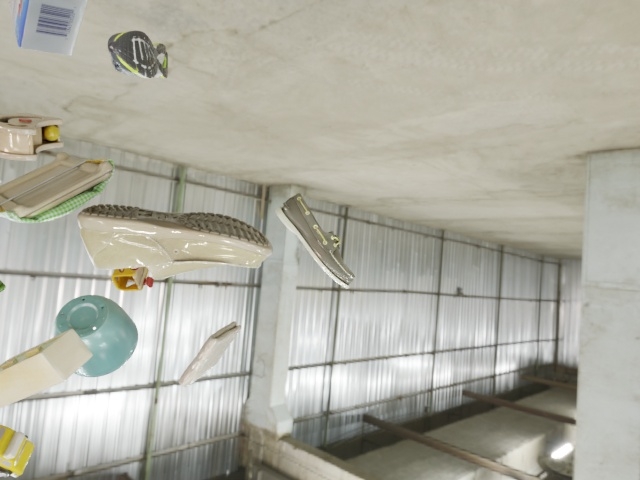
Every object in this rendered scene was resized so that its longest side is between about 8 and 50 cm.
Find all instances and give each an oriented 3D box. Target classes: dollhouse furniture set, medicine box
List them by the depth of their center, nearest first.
[{"bbox_3d":[-0.453,0.000,0.702,0.198,0.151,0.301,16,-136,40],"label":"dollhouse furniture set"},{"bbox_3d":[-0.796,-0.742,1.320,0.149,0.289,0.263,-10,162,-42],"label":"medicine box"}]

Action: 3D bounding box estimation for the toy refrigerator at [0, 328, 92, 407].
[{"bbox_3d":[-0.696,0.309,1.111,0.270,0.094,0.102,-24,-165,23],"label":"toy refrigerator"}]

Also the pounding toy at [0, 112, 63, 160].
[{"bbox_3d":[-0.746,-0.290,1.133,0.154,0.154,0.269,14,-159,7],"label":"pounding toy"}]

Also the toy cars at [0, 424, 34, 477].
[{"bbox_3d":[-0.774,0.625,1.167,0.087,0.393,0.176,-16,179,16],"label":"toy cars"}]

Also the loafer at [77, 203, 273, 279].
[{"bbox_3d":[-0.206,0.009,0.669,0.269,0.092,0.102,9,-162,-12],"label":"loafer"}]

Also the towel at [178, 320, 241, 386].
[{"bbox_3d":[-0.366,0.372,1.550,0.049,0.187,0.282,35,-177,5],"label":"towel"}]

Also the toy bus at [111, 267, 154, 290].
[{"bbox_3d":[-0.664,0.080,1.621,0.105,0.190,0.202,-2,180,0],"label":"toy bus"}]

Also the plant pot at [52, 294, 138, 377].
[{"bbox_3d":[-0.886,0.346,1.784,0.293,0.293,0.235,4,142,-2],"label":"plant pot"}]

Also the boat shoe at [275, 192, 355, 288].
[{"bbox_3d":[-0.001,0.000,1.292,0.091,0.305,0.109,-41,172,4],"label":"boat shoe"}]

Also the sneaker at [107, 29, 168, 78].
[{"bbox_3d":[-0.483,-0.463,1.177,0.121,0.111,0.300,-4,-168,-2],"label":"sneaker"}]
